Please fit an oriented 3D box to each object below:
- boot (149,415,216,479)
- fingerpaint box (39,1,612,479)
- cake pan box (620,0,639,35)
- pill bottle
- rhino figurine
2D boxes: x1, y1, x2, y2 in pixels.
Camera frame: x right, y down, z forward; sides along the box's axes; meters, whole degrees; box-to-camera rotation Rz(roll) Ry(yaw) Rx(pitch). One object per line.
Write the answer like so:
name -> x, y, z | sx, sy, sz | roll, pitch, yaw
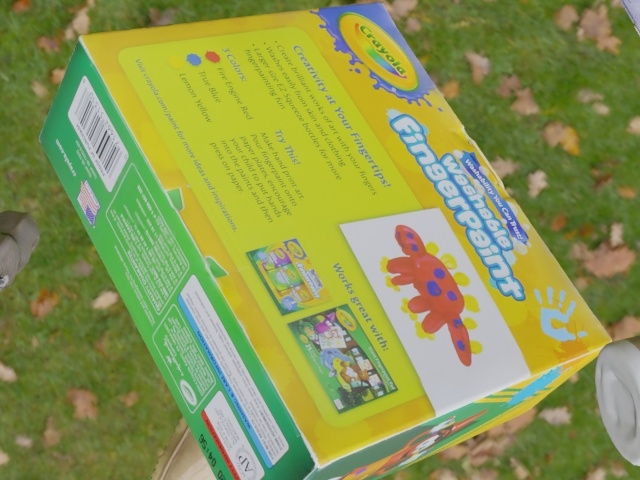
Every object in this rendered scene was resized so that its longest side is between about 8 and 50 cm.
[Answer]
boot -> -0.084, 0.327, 1.536 | 0.089, 0.270, 0.236 | 18, 93, -64
fingerpaint box -> 0.000, 0.000, 1.119 | 0.371, 0.444, 0.163 | -16, 155, -37
cake pan box -> 0.485, -0.280, 1.319 | 0.246, 0.266, 0.070 | -29, -172, 35
pill bottle -> 0.213, 0.074, 0.614 | 0.120, 0.067, 0.067 | -10, 130, -10
rhino figurine -> -0.410, 0.032, 1.443 | 0.073, 0.243, 0.106 | 37, 106, -12
